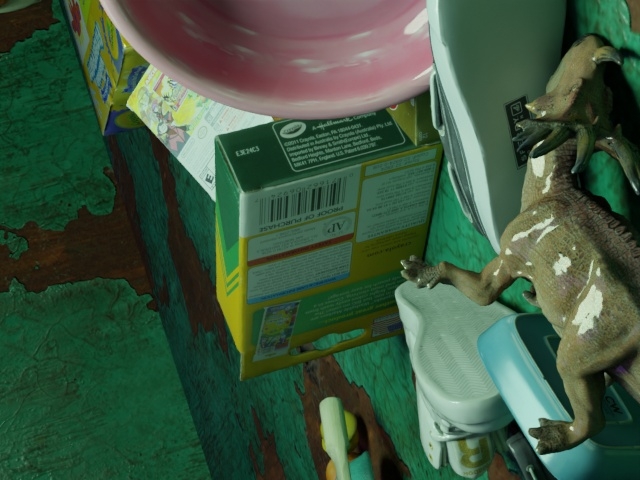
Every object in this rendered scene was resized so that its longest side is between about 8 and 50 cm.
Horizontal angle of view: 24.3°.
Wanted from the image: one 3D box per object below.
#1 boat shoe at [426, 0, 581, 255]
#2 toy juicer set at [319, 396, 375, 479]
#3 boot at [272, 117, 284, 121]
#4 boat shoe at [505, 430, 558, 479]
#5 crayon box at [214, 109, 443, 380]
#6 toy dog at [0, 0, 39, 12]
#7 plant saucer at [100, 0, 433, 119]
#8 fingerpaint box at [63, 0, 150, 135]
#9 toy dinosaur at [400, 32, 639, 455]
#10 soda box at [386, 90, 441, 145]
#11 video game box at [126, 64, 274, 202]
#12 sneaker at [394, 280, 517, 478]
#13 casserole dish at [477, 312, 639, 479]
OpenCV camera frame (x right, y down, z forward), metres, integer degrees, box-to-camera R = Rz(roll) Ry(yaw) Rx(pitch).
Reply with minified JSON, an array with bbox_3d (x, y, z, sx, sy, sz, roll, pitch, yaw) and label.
[{"bbox_3d":[0.127,-0.126,1.121,0.102,0.108,0.301,39,150,58],"label":"boat shoe"},{"bbox_3d":[0.054,0.298,1.865,0.329,0.089,0.209,85,176,-62],"label":"toy juicer set"},{"bbox_3d":[-0.039,-0.269,1.564,0.220,0.109,0.283,52,129,16],"label":"boot"},{"bbox_3d":[0.194,0.243,1.316,0.075,0.065,0.206,-127,26,-54],"label":"boat shoe"},{"bbox_3d":[0.000,0.000,1.503,0.323,0.203,0.083,95,155,-52],"label":"crayon box"},{"bbox_3d":[-0.184,-0.324,1.313,0.395,0.407,0.285,96,163,-50],"label":"toy dog"},{"bbox_3d":[-0.013,-0.239,1.145,0.332,0.332,0.084,92,-178,-48],"label":"plant saucer"},{"bbox_3d":[-0.281,-0.398,2.195,0.445,0.163,0.371,134,120,-73],"label":"fingerpaint box"},{"bbox_3d":[0.192,0.020,1.015,0.296,0.127,0.200,56,135,18],"label":"toy dinosaur"},{"bbox_3d":[0.075,-0.161,1.350,0.181,0.058,0.061,-123,23,-49],"label":"soda box"},{"bbox_3d":[-0.112,-0.178,1.724,0.187,0.048,0.205,46,114,22],"label":"video game box"},{"bbox_3d":[0.140,0.146,1.330,0.292,0.108,0.169,-103,-1,-73],"label":"sneaker"},{"bbox_3d":[0.194,0.116,1.121,0.037,0.114,0.188,-64,38,35],"label":"casserole dish"}]
